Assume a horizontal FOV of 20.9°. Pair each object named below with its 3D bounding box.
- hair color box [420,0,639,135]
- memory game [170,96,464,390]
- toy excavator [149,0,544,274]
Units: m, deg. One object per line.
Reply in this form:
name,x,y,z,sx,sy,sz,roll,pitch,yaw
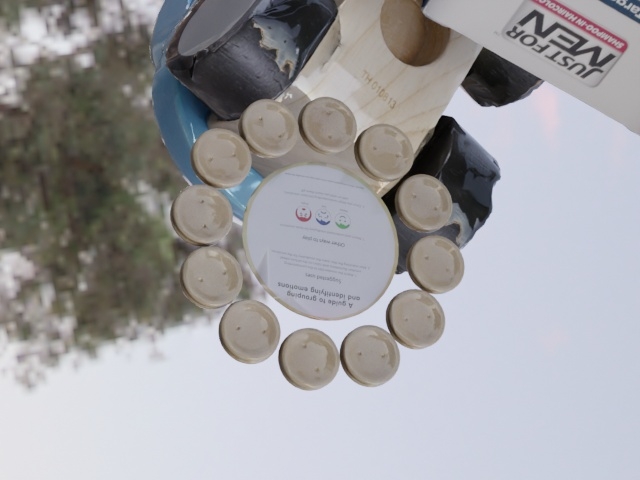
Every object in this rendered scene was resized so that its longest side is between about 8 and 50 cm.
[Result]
hair color box,0.221,-0.245,1.012,0.347,0.174,0.105,-54,-166,32
memory game,0.000,0.000,1.025,0.012,0.186,0.186,-39,-116,62
toy excavator,-0.012,-0.197,1.321,0.222,0.433,0.445,41,-22,-26
